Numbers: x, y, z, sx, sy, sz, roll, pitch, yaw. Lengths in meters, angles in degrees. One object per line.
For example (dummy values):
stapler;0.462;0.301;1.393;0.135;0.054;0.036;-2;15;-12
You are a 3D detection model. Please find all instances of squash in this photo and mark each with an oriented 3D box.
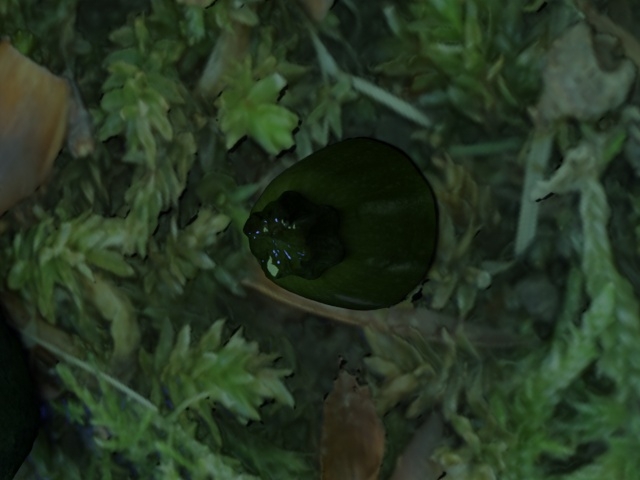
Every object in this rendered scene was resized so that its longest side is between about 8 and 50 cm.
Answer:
squash;-0.008;-0.004;0.950;0.105;0.132;0.105;3;97;30

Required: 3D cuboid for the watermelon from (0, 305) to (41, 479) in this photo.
watermelon;-0.322;0.080;1.182;0.318;0.148;0.226;26;127;13
